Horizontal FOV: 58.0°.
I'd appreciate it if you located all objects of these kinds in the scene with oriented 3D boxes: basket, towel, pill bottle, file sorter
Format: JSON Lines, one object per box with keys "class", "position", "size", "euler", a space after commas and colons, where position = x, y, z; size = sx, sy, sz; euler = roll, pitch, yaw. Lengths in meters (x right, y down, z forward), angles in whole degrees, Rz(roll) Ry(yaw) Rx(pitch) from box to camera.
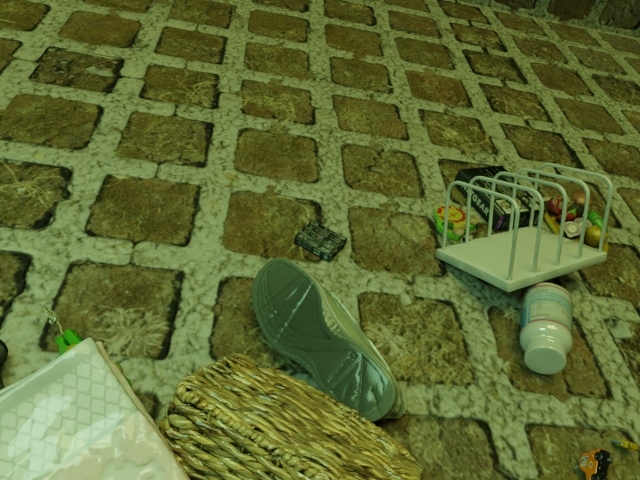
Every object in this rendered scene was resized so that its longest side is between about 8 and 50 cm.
{"class": "basket", "position": [-0.056, 0.308, 0.702], "size": [0.299, 0.222, 0.213], "euler": [27, 9, 13]}
{"class": "towel", "position": [-0.278, 0.303, 0.538], "size": [0.332, 0.053, 0.316], "euler": [-32, 80, -20]}
{"class": "pill bottle", "position": [0.399, 0.155, 1.019], "size": [0.087, 0.087, 0.160], "euler": [21, 41, 7]}
{"class": "file sorter", "position": [0.399, -0.040, 1.129], "size": [0.278, 0.172, 0.193], "euler": [-13, 23, -28]}

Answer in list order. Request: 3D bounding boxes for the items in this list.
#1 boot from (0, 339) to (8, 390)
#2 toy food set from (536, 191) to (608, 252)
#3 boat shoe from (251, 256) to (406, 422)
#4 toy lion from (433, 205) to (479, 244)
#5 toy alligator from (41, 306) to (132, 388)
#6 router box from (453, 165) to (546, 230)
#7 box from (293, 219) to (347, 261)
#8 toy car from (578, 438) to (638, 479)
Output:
{"class": "boot", "position": [-0.402, 0.190, 0.705], "size": [0.339, 0.118, 0.222], "euler": [20, 14, -27]}
{"class": "toy food set", "position": [0.591, -0.059, 1.330], "size": [0.128, 0.071, 0.217], "euler": [0, 43, -17]}
{"class": "boat shoe", "position": [0.008, 0.152, 0.899], "size": [0.118, 0.103, 0.320], "euler": [-49, 59, 2]}
{"class": "toy lion", "position": [0.285, -0.041, 1.249], "size": [0.096, 0.034, 0.100], "euler": [33, 43, 29]}
{"class": "toy alligator", "position": [-0.341, 0.166, 0.807], "size": [0.190, 0.056, 0.051], "euler": [33, 84, 20]}
{"class": "router box", "position": [0.414, -0.103, 1.344], "size": [0.133, 0.046, 0.178], "euler": [-7, 45, -24]}
{"class": "box", "position": [0.000, 0.000, 1.120], "size": [0.083, 0.018, 0.067], "euler": [29, 42, 15]}
{"class": "toy car", "position": [0.434, 0.338, 0.878], "size": [0.122, 0.060, 0.041], "euler": [5, -5, -36]}
